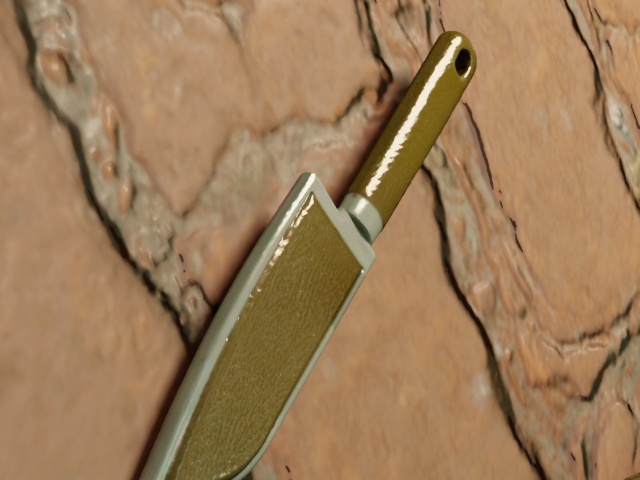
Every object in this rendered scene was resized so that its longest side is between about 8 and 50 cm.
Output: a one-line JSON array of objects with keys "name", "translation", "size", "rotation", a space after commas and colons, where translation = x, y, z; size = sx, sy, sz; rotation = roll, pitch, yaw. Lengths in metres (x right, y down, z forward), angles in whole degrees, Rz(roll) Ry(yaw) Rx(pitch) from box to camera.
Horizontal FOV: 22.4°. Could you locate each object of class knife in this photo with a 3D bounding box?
[{"name": "knife", "translation": [-0.001, -0.001, 0.760], "size": [0.061, 0.027, 0.343], "rotation": [57, 44, -29]}]

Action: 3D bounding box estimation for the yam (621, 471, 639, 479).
[{"name": "yam", "translation": [0.184, 0.177, 0.880], "size": [0.259, 0.106, 0.106], "rotation": [-11, 87, -54]}]
